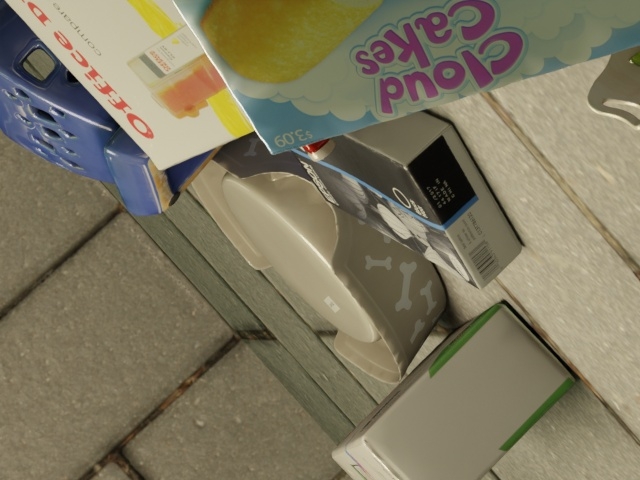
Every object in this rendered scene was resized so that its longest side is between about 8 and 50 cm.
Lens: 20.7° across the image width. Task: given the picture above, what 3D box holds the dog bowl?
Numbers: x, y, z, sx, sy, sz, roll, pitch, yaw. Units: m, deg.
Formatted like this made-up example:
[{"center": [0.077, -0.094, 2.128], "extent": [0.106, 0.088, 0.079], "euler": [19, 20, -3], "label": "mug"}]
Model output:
[{"center": [0.000, 0.000, 1.954], "extent": [0.349, 0.102, 0.349], "euler": [45, 169, 11], "label": "dog bowl"}]

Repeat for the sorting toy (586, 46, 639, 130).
[{"center": [0.195, -0.095, 1.015], "extent": [0.083, 0.075, 0.045], "euler": [34, 162, 49], "label": "sorting toy"}]

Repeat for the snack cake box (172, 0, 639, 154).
[{"center": [0.063, -0.154, 0.874], "extent": [0.152, 0.264, 0.089], "euler": [57, -152, -36], "label": "snack cake box"}]

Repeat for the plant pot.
[{"center": [-0.192, -0.173, 1.774], "extent": [0.212, 0.236, 0.236], "euler": [38, 167, 12], "label": "plant pot"}]

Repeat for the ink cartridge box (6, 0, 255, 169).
[{"center": [-0.074, -0.221, 1.151], "extent": [0.279, 0.160, 0.385], "euler": [49, 155, -13], "label": "ink cartridge box"}]

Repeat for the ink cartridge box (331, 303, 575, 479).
[{"center": [0.132, 0.189, 1.855], "extent": [0.117, 0.201, 0.278], "euler": [46, 169, 3], "label": "ink cartridge box"}]

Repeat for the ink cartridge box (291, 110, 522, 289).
[{"center": [0.041, -0.080, 1.649], "extent": [0.333, 0.065, 0.165], "euler": [33, 162, 53], "label": "ink cartridge box"}]

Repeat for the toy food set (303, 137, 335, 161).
[{"center": [0.013, -0.132, 1.451], "extent": [0.104, 0.111, 0.232], "euler": [50, 170, -20], "label": "toy food set"}]
